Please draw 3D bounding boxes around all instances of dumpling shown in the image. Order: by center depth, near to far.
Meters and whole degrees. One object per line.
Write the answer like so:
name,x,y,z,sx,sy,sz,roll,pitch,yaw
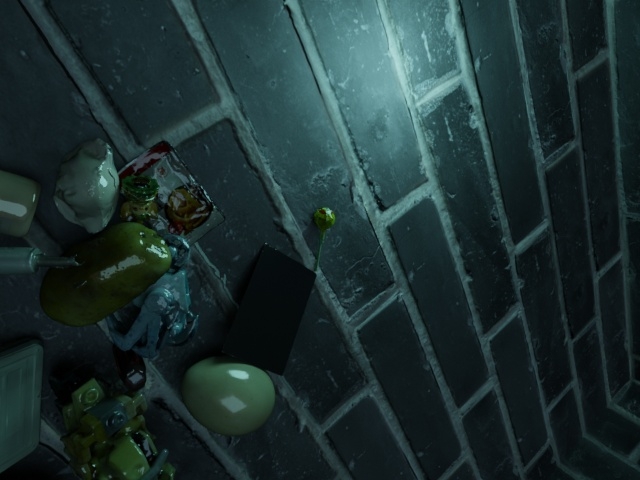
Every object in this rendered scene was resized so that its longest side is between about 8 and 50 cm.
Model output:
dumpling,-0.467,-0.108,0.845,0.127,0.108,0.188,4,97,2

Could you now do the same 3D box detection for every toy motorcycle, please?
toy motorcycle,-0.457,0.460,0.951,0.169,0.236,0.410,-43,125,-46
toy motorcycle,-0.381,0.122,0.954,0.206,0.154,0.260,-7,96,-7

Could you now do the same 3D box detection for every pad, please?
pad,-0.124,0.182,1.138,0.202,0.005,0.300,34,64,-34

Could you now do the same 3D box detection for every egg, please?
egg,-0.232,0.387,1.087,0.253,0.188,0.189,35,85,-30

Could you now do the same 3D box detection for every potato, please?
potato,-0.447,0.060,0.852,0.271,0.111,0.160,-34,78,0

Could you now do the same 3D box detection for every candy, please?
candy,0.000,0.000,1.203,0.058,0.062,0.194,-3,115,-28

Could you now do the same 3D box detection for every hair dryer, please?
hair dryer,-0.611,0.049,0.755,0.357,0.107,0.173,1,107,-11

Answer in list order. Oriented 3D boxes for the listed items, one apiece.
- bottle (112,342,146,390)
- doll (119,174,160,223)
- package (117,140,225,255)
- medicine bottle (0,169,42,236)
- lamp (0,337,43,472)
bottle,-0.421,0.273,0.952,0.060,0.164,0.060,-10,109,-29
doll,-0.385,-0.090,0.912,0.078,0.077,0.113,-5,146,-31
package,-0.339,-0.089,0.976,0.154,0.030,0.239,-40,122,-13
medicine bottle,-0.639,-0.088,0.744,0.252,0.114,0.114,18,95,-34
lamp,-0.652,0.346,0.809,0.269,0.047,0.267,-27,127,-73
